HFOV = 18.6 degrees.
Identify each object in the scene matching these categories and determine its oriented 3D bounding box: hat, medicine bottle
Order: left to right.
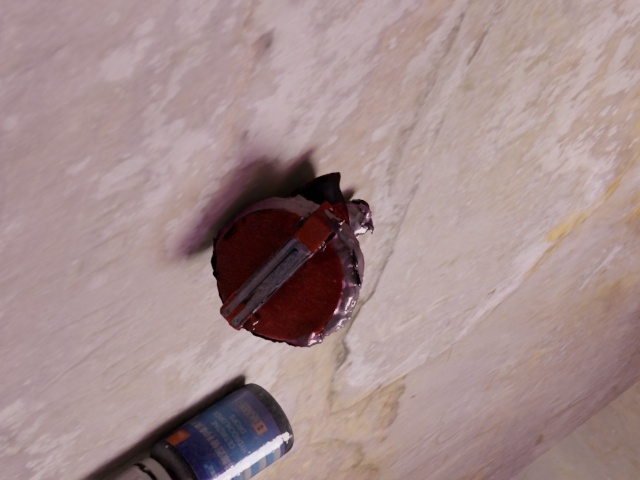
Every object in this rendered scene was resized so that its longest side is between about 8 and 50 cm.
[{"bbox_3d":[-0.126,0.223,1.901,0.203,0.083,0.083,-33,161,-22],"label":"medicine bottle"},{"bbox_3d":[-0.001,-0.004,1.627,0.140,0.128,0.227,-69,169,24],"label":"hat"}]
